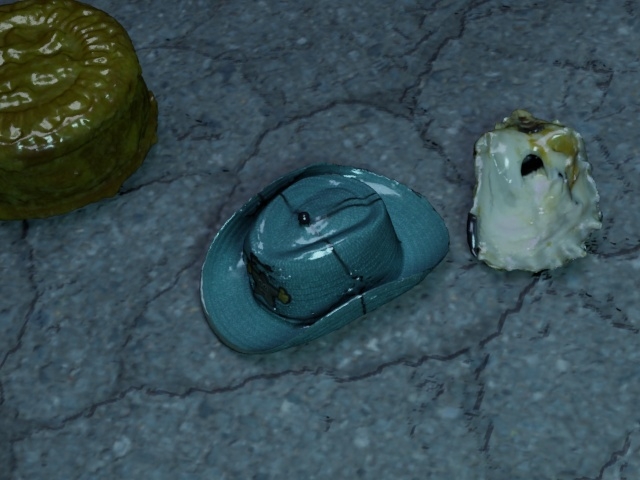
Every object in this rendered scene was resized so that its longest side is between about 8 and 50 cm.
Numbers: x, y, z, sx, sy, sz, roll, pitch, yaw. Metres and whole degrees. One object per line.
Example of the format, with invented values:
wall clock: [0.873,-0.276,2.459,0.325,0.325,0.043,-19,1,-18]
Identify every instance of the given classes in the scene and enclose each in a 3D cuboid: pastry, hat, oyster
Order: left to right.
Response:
pastry: [-0.223,-0.105,1.327,0.189,0.103,0.188,-5,48,6]
hat: [0.000,0.000,1.212,0.191,0.078,0.138,-33,54,-18]
oyster: [0.149,-0.036,1.238,0.122,0.045,0.146,-31,59,-20]
